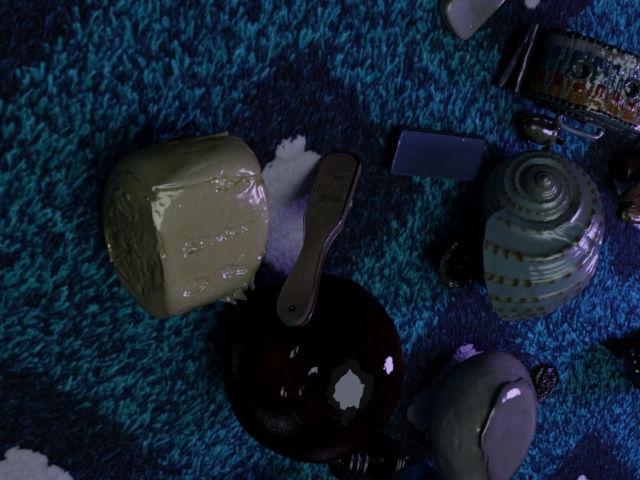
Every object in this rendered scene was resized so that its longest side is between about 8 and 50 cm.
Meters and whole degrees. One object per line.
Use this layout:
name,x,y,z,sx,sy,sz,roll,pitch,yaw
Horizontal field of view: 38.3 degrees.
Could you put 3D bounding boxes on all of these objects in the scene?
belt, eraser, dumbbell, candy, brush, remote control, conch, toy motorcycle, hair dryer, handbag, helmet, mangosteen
belt,0.488,-0.268,1.664,0.295,0.207,0.160,12,102,-36
eraser,0.211,-0.153,1.639,0.225,0.036,0.082,1,111,-35
dumbbell,0.090,0.424,1.792,0.209,0.099,0.099,9,106,-36
candy,0.325,0.363,1.862,0.295,0.185,0.295,-22,120,-44
brush,0.000,0.000,1.464,0.065,0.070,0.327,78,26,-54
remote control,0.280,-0.428,1.561,0.190,0.029,0.087,-48,129,-6
conch,0.416,0.001,1.706,0.319,0.215,0.303,50,48,-46
toy motorcycle,0.876,0.314,2.185,0.416,0.232,0.172,15,100,-38
hair dryer,0.777,-0.260,1.875,0.313,0.123,0.340,-10,137,-22
handbag,0.407,-0.209,1.733,0.111,0.072,0.047,20,58,-38
helmet,0.258,0.034,1.739,0.123,0.070,0.098,-9,110,-24
mangosteen,0.005,0.208,1.527,0.347,0.307,0.306,9,108,-64

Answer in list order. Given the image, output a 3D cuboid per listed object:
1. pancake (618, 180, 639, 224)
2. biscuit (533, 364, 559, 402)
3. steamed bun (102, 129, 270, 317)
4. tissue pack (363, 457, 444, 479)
pancake,0.727,-0.100,1.938,0.212,0.029,0.235,-22,151,16
biscuit,0.498,0.321,2.065,0.089,0.027,0.087,-42,129,-10
steamed bun,-0.197,-0.029,1.346,0.232,0.166,0.273,-29,131,-35
tissue pack,0.126,0.584,1.862,0.263,0.146,0.198,-12,119,-29
